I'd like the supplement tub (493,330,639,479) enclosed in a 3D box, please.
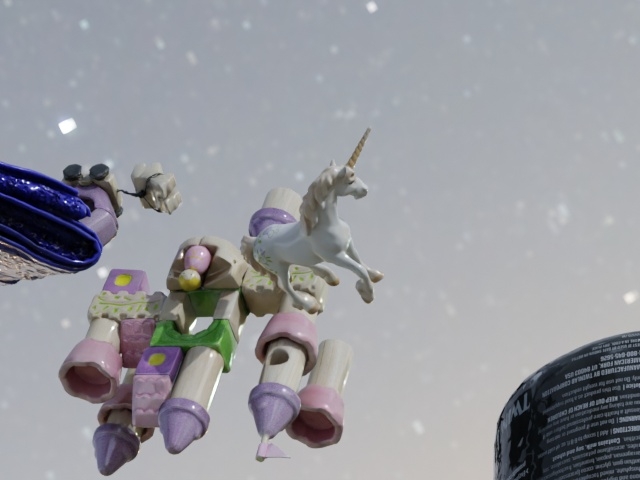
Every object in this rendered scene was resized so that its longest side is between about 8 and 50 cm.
[{"bbox_3d":[0.182,0.219,0.975,0.194,0.316,0.193,4,-40,3],"label":"supplement tub"}]

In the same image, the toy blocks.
[{"bbox_3d":[-0.143,0.116,1.965,0.289,0.260,0.309,-1,-50,18],"label":"toy blocks"}]

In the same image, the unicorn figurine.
[{"bbox_3d":[0.000,0.000,1.468,0.162,0.111,0.060,-25,29,29],"label":"unicorn figurine"}]

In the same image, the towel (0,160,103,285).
[{"bbox_3d":[-0.327,-0.032,1.531,0.228,0.076,0.308,24,-15,-26],"label":"towel"}]
